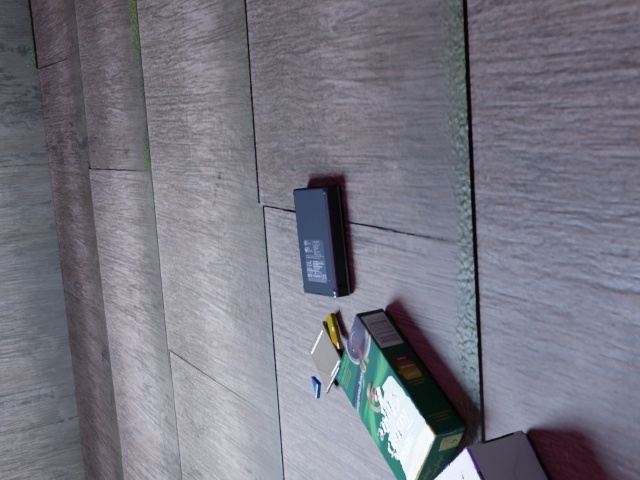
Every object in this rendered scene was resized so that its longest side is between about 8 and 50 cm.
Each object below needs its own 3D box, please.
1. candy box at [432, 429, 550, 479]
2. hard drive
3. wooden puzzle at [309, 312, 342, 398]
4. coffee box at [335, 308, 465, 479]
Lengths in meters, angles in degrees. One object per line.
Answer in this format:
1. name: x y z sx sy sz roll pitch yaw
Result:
1. candy box: 0.157 0.299 0.843 0.165 0.070 0.196 65 148 29
2. hard drive: 0.000 0.000 1.117 0.094 0.022 0.135 3 100 63
3. wooden puzzle: 0.009 0.149 1.155 0.116 0.014 0.078 120 139 -50
4. coffee box: 0.082 0.176 0.986 0.184 0.040 0.113 57 144 40
